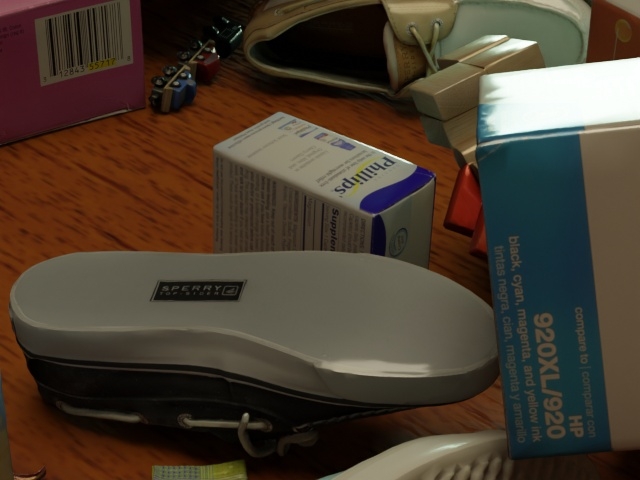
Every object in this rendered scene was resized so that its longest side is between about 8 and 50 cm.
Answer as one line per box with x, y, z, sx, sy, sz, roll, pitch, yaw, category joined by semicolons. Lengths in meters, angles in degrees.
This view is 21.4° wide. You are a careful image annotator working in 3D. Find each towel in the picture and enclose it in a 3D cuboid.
-0.071;0.157;0.988;0.060;0.009;0.083;-1;33;-2;towel

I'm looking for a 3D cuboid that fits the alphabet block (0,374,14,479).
-0.292;0.125;0.870;0.193;0.192;0.197;12;35;19;alphabet block

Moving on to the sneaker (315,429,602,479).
-0.015;0.171;0.865;0.366;0.135;0.150;-10;11;-36;sneaker

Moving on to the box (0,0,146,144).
-0.295;-0.186;1.416;0.213;0.117;0.243;-18;37;-26;box

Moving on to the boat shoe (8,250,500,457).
-0.039;0.078;1.028;0.306;0.105;0.113;1;36;11;boat shoe

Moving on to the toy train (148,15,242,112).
-0.104;-0.151;1.452;0.036;0.027;0.158;21;36;10;toy train

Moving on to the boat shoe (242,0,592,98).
0.082;-0.164;1.409;0.302;0.113;0.103;2;33;22;boat shoe

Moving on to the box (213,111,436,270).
0.000;0.000;1.127;0.137;0.126;0.072;25;38;31;box

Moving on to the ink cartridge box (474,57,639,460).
0.204;-0.002;0.867;0.233;0.168;0.171;-6;15;8;ink cartridge box

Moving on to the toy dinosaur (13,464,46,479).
-0.226;0.134;1.014;0.090;0.047;0.082;18;7;-42;toy dinosaur

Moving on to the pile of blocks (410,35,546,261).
0.158;0.014;1.094;0.113;0.149;0.362;-26;54;-13;pile of blocks

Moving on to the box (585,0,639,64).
0.340;-0.023;1.087;0.168;0.215;0.345;-20;38;-28;box
